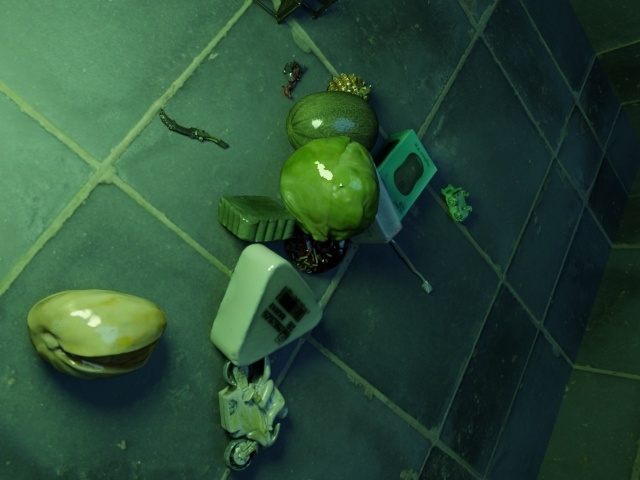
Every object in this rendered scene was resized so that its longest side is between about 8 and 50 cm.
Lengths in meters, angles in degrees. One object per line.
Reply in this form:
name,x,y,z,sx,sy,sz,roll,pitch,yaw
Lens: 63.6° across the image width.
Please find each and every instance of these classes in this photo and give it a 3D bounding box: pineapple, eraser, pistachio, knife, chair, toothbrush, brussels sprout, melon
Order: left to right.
pistachio,-0.526,0.214,1.231,0.308,0.229,0.230,9,83,-41
knife,-0.363,-0.309,1.485,0.222,0.021,0.046,23,72,-33
eraser,-0.133,0.191,1.515,0.331,0.149,0.332,-28,132,-36
chair,-0.087,-0.776,1.634,0.260,0.154,0.142,28,73,-30
melon,0.038,-0.358,1.654,0.301,0.237,0.238,-4,90,-25
brussels sprout,0.036,-0.154,1.521,0.328,0.327,0.247,50,55,-24
pineapple,0.120,-0.500,1.783,0.161,0.136,0.176,10,81,-37
toothbrush,0.351,0.102,2.005,0.030,0.025,0.307,-50,117,-18

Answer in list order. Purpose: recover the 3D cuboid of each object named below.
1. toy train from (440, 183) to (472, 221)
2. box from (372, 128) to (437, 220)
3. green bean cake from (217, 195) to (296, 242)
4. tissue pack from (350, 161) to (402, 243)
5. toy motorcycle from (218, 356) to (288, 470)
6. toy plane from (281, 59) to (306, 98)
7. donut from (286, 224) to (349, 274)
toy train,0.564,-0.156,2.148,0.099,0.081,0.149,-32,113,-34
box,0.279,-0.235,1.906,0.205,0.118,0.311,52,60,-22
green bean cake,-0.186,-0.062,1.504,0.183,0.185,0.094,-2,113,-39
tissue pack,0.139,-0.126,1.745,0.124,0.201,0.271,-36,109,-28
toy motorcycle,-0.192,0.491,1.529,0.222,0.107,0.341,-5,93,-37
toy plane,-0.094,-0.534,1.688,0.060,0.037,0.145,38,62,-41
donut,0.000,0.000,1.706,0.234,0.089,0.235,1,88,-39
